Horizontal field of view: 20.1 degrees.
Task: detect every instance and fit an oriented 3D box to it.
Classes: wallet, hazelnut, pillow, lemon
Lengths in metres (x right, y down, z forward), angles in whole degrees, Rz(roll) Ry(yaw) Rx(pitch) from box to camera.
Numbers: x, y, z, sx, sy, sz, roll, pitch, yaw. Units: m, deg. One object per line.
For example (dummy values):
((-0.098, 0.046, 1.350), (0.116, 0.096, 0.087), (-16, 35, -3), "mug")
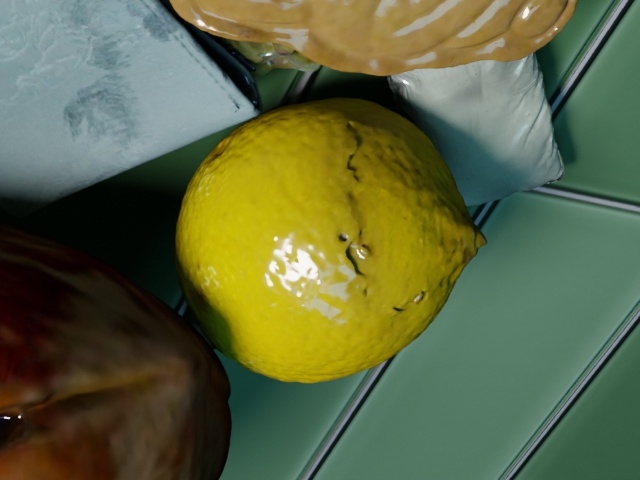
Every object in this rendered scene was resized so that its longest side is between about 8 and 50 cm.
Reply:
((-0.219, -0.145, 1.369), (0.251, 0.054, 0.290), (-19, 135, 24), "wallet")
((-0.287, 0.152, 1.432), (0.402, 0.402, 0.429), (-33, 162, 24), "hazelnut")
((0.129, -0.107, 1.518), (0.128, 0.051, 0.229), (-12, 140, 8), "pillow")
((-0.006, 0.005, 1.483), (0.253, 0.228, 0.228), (-36, 133, 30), "lemon")

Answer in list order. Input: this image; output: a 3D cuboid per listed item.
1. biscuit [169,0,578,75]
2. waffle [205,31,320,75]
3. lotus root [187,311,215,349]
((0.056, -0.257, 1.282), (0.351, 0.057, 0.312), (16, 119, -24), "biscuit")
((-0.029, -0.210, 1.368), (0.204, 0.054, 0.223), (2, 135, -15), "waffle")
((-0.091, 0.073, 1.676), (0.054, 0.049, 0.099), (25, 134, -35), "lotus root")
